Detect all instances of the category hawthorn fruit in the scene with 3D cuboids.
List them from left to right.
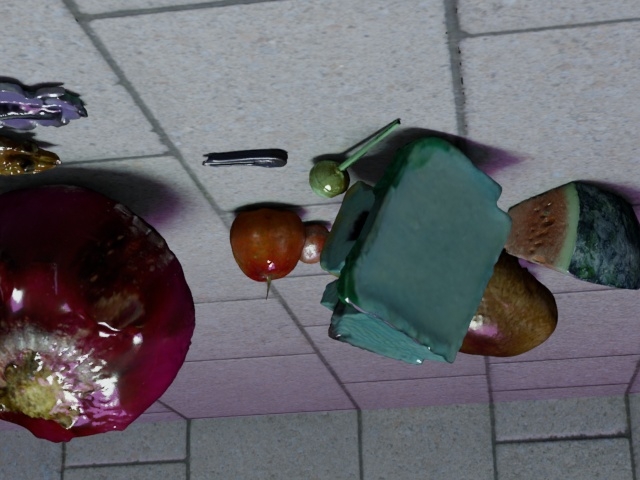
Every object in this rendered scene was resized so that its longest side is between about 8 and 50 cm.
[{"bbox_3d":[-0.079,0.010,1.956,0.125,0.140,0.125,-34,174,-4],"label":"hawthorn fruit"},{"bbox_3d":[0.000,0.000,2.020,0.103,0.067,0.066,-21,155,35],"label":"hawthorn fruit"}]

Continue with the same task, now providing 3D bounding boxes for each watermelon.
[{"bbox_3d":[0.416,-0.011,1.986,0.226,0.148,0.318,11,-179,19],"label":"watermelon"}]

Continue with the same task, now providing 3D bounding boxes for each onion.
[{"bbox_3d":[-0.362,0.070,1.888,0.398,0.398,0.420,-10,-157,25],"label":"onion"}]

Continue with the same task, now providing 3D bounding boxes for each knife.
[{"bbox_3d":[-0.106,-0.114,1.726,0.121,0.018,0.031,-1,161,4],"label":"knife"}]

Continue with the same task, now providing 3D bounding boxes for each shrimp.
[{"bbox_3d":[-0.491,-0.115,1.627,0.294,0.062,0.154,7,173,-18],"label":"shrimp"}]

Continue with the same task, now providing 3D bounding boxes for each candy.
[{"bbox_3d":[0.052,-0.117,1.702,0.061,0.061,0.202,10,151,-32],"label":"candy"}]

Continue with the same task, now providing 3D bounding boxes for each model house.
[{"bbox_3d":[0.097,0.008,1.778,0.230,0.281,0.248,34,165,-29],"label":"model house"}]

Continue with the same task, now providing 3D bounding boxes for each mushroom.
[{"bbox_3d":[0.282,0.103,2.135,0.263,0.195,0.283,9,180,38],"label":"mushroom"}]

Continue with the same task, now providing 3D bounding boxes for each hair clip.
[{"bbox_3d":[-0.387,-0.155,1.520,0.195,0.052,0.124,-4,168,-9],"label":"hair clip"}]

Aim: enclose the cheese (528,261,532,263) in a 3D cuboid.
[{"bbox_3d":[0.437,0.032,2.200,0.194,0.043,0.065,18,149,-42],"label":"cheese"}]
